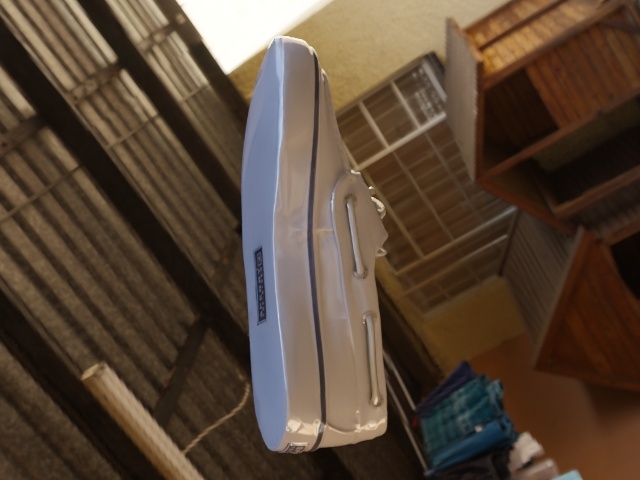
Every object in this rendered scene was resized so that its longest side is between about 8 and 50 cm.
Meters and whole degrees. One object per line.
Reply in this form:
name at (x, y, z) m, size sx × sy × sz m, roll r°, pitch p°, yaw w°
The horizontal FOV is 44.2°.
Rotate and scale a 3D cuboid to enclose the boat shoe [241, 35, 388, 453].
boat shoe at (0.000, 0.000, 0.502) m, size 0.095 × 0.084 × 0.258 m, roll 166°, pitch 104°, yaw -68°
